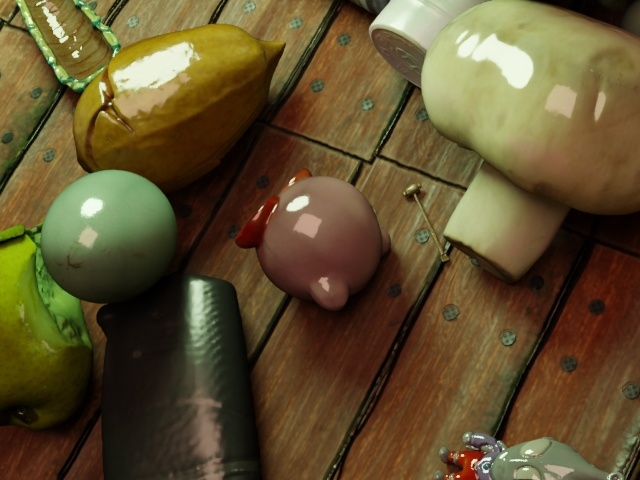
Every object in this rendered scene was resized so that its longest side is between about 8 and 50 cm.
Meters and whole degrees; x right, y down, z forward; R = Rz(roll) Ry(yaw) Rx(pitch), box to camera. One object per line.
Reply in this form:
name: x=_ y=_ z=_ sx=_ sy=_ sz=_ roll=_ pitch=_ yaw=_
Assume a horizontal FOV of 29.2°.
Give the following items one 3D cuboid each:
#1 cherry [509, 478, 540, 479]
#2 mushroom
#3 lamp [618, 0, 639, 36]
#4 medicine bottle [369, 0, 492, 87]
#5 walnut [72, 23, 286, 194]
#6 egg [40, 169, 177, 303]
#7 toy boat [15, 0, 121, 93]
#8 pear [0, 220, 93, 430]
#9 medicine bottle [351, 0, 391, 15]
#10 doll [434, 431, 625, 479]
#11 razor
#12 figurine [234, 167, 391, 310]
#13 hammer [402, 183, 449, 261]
cherry: x=0.228 y=0.393 z=1.335 sx=0.296 sy=0.218 sz=0.255 roll=28 pitch=90 yaw=15
mushroom: x=0.276 y=-0.145 z=1.497 sx=0.353 sy=0.325 sz=0.353 roll=-1 pitch=72 yaw=3
lamp: x=0.451 y=-0.279 z=1.633 sx=0.105 sy=0.105 sz=0.105 roll=-5 pitch=66 yaw=12
medicine bottle: x=0.199 y=-0.341 z=1.698 sx=0.152 sy=0.152 sz=0.254 roll=34 pitch=78 yaw=24
walnut: x=-0.193 y=-0.196 z=1.717 sx=0.336 sy=0.209 sz=0.209 roll=-33 pitch=63 yaw=-9
egg: x=-0.271 y=-0.004 z=1.575 sx=0.168 sy=0.231 sz=0.168 roll=1 pitch=104 yaw=5
toy boat: x=-0.397 y=-0.335 z=1.885 sx=0.108 sy=0.099 sz=0.293 roll=-36 pitch=71 yaw=-2
pear: x=-0.394 y=0.122 z=1.606 sx=0.159 sy=0.292 sz=0.292 roll=-20 pitch=64 yaw=11
medicine bottle: x=0.034 y=-0.447 z=1.781 sx=0.273 sy=0.165 sz=0.165 roll=33 pitch=79 yaw=24
doll: x=0.249 y=0.279 z=1.465 sx=0.227 sy=0.075 sz=0.102 roll=1 pitch=57 yaw=28
razor: x=-0.185 y=0.211 z=1.583 sx=0.204 sy=0.113 sz=0.349 roll=-14 pitch=65 yaw=11
figurine: x=0.000 y=0.000 z=1.600 sx=0.173 sy=0.173 sz=0.173 roll=-5 pitch=66 yaw=12
hammer: x=0.145 y=-0.024 z=1.653 sx=0.029 sy=0.014 sz=0.123 roll=-28 pitch=64 yaw=11
